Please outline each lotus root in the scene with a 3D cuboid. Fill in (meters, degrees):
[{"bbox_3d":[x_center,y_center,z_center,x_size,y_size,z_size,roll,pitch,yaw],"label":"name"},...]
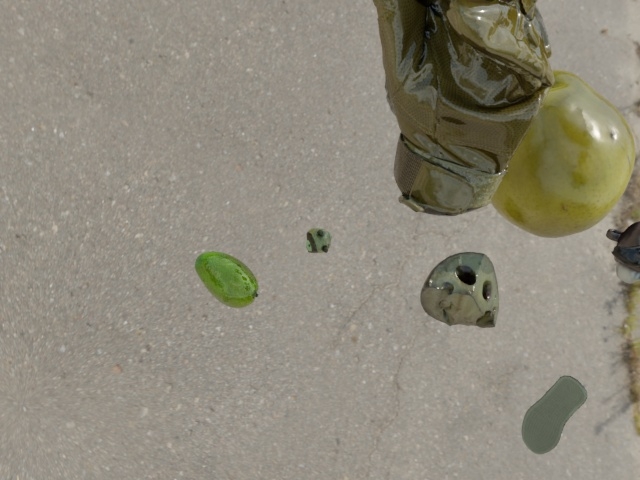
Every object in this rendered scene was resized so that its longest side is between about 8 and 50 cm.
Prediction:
[{"bbox_3d":[0.396,0.136,1.522,0.210,0.314,0.141,5,64,19],"label":"lotus root"}]

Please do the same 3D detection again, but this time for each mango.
[{"bbox_3d":[-0.235,0.097,1.329,0.178,0.119,0.100,37,23,1],"label":"mango"}]

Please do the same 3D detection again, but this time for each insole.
[{"bbox_3d":[0.297,0.227,0.692,0.002,0.152,0.053,-21,51,-34],"label":"insole"}]

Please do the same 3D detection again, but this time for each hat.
[{"bbox_3d":[-0.001,0.000,1.635,0.076,0.059,0.077,2,86,-33],"label":"hat"}]

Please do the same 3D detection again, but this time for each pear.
[{"bbox_3d":[0.592,-0.207,1.374,0.362,0.363,0.418,-39,122,-32],"label":"pear"}]

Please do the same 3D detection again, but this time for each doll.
[{"bbox_3d":[0.655,0.041,0.986,0.182,0.257,0.117,-23,127,-49],"label":"doll"}]

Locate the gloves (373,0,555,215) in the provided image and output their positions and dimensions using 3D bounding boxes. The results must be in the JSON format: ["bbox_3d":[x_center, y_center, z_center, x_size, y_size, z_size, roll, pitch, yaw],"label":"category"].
[{"bbox_3d":[0.128,-0.168,0.489,0.141,0.331,0.154,-22,49,-14],"label":"gloves"}]

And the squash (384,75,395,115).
[{"bbox_3d":[0.284,-0.395,1.343,0.252,0.252,0.165,68,21,4],"label":"squash"}]
